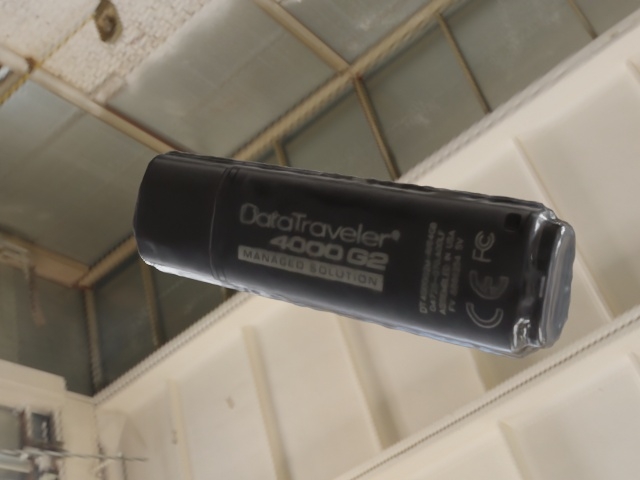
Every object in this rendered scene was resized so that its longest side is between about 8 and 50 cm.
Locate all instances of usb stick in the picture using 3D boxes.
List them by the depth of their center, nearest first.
[{"bbox_3d":[0.000,0.000,0.476,0.278,0.045,0.077,11,-85,37],"label":"usb stick"}]
